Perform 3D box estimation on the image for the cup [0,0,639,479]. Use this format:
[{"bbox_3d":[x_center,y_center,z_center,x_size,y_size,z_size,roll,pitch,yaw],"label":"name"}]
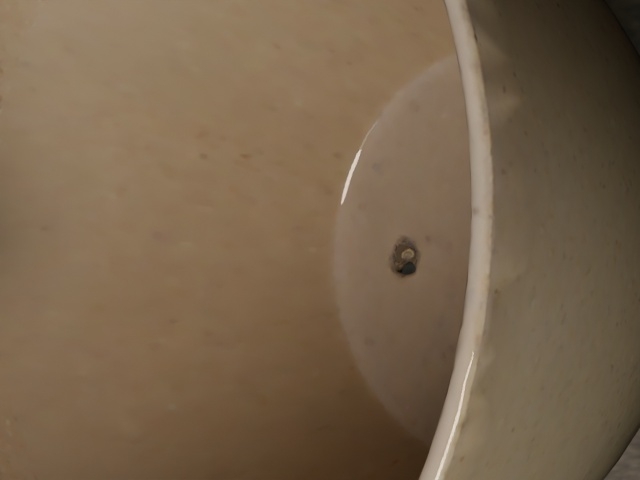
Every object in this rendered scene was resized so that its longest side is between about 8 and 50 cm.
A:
[{"bbox_3d":[0.000,0.000,0.694,0.237,0.331,0.331,4,148,-47],"label":"cup"}]
